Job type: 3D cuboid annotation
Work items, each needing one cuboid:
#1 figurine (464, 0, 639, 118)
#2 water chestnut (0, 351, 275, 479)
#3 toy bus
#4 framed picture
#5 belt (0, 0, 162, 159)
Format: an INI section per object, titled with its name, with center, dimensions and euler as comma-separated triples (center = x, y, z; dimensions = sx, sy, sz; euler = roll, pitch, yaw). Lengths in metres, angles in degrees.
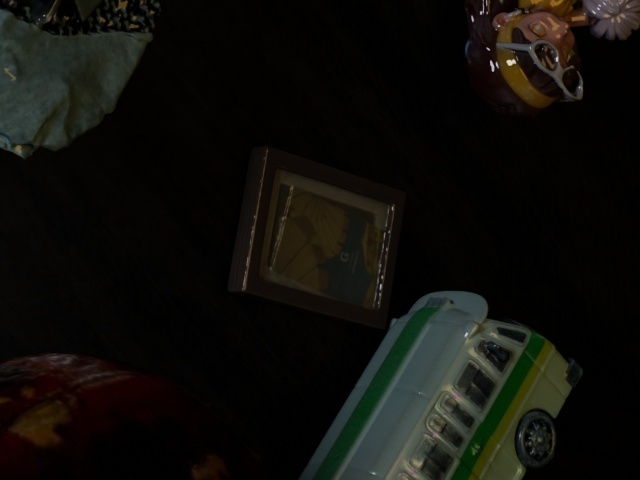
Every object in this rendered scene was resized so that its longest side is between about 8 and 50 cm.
[figurine]
center = 0.207, -0.223, 1.718
dimensions = 0.174, 0.115, 0.240
euler = 41, 58, -35
[water chestnut]
center = -0.152, 0.249, 1.263
dimensions = 0.335, 0.347, 0.335
euler = -10, 106, -39
[toy bus]
center = 0.096, 0.178, 1.603
dimensions = 0.165, 0.133, 0.276
euler = 47, 61, -30
[framed picture]
center = 0.000, 0.000, 1.596
dimensions = 0.168, 0.023, 0.128
euler = 17, 79, -39
[belt]
center = -0.224, -0.188, 1.328
dimensions = 0.207, 0.150, 0.258
euler = 41, 65, -43
